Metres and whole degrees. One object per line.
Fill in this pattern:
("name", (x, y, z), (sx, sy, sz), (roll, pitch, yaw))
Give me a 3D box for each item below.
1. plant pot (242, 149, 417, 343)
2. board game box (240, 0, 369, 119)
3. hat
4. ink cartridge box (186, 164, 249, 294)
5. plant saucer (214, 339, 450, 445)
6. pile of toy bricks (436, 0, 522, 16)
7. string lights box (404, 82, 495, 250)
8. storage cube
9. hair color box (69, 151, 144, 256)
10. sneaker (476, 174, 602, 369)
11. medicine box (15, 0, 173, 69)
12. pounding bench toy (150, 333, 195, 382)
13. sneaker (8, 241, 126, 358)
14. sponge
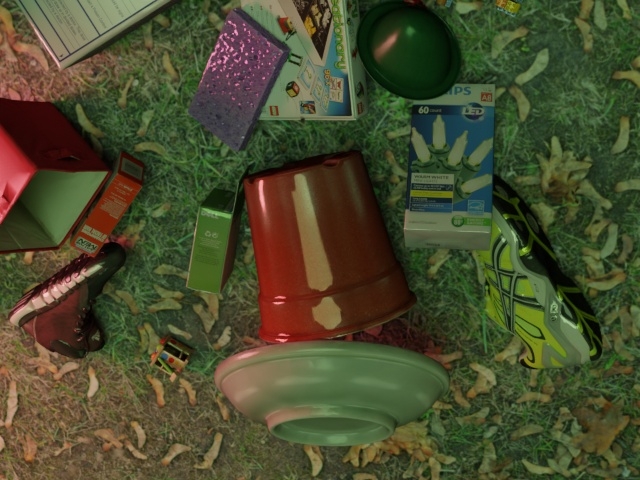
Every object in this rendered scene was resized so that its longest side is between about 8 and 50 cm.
("plant pot", (0.000, 0.000, 1.602), (0.272, 0.272, 0.265), (-11, 99, 12))
("board game box", (-0.031, -0.345, 1.546), (0.193, 0.053, 0.305), (5, 112, 29))
("hat", (0.158, -0.325, 1.448), (0.208, 0.183, 0.173), (3, 73, -20))
("ink cartridge box", (-0.177, -0.025, 1.686), (0.062, 0.109, 0.209), (13, 111, 3))
("plant saucer", (0.019, 0.275, 1.636), (0.400, 0.100, 0.400), (1, 155, 0))
("pile of toy bricks", (0.234, -0.403, 1.489), (0.212, 0.105, 0.118), (24, 111, 0))
("string lights box", (0.205, -0.118, 1.532), (0.133, 0.077, 0.259), (2, 68, 8))
("storage cube", (-0.511, -0.110, 1.635), (0.193, 0.184, 0.215), (47, 112, 18))
("hair color box", (-0.375, -0.064, 1.706), (0.053, 0.093, 0.167), (28, 112, -22))
("sneaker", (0.322, 0.061, 1.627), (0.147, 0.145, 0.384), (-28, 97, 28))
("medicine box", (-0.350, -0.461, 1.534), (0.289, 0.149, 0.263), (-27, 103, 16))
("pounding bench toy", (-0.282, 0.222, 1.805), (0.065, 0.083, 0.052), (31, 111, -4))
("sneaker", (-0.428, 0.122, 1.793), (0.281, 0.106, 0.162), (-29, 110, 26))
("sponge", (-0.136, -0.261, 1.594), (0.117, 0.031, 0.210), (39, 126, 14))
